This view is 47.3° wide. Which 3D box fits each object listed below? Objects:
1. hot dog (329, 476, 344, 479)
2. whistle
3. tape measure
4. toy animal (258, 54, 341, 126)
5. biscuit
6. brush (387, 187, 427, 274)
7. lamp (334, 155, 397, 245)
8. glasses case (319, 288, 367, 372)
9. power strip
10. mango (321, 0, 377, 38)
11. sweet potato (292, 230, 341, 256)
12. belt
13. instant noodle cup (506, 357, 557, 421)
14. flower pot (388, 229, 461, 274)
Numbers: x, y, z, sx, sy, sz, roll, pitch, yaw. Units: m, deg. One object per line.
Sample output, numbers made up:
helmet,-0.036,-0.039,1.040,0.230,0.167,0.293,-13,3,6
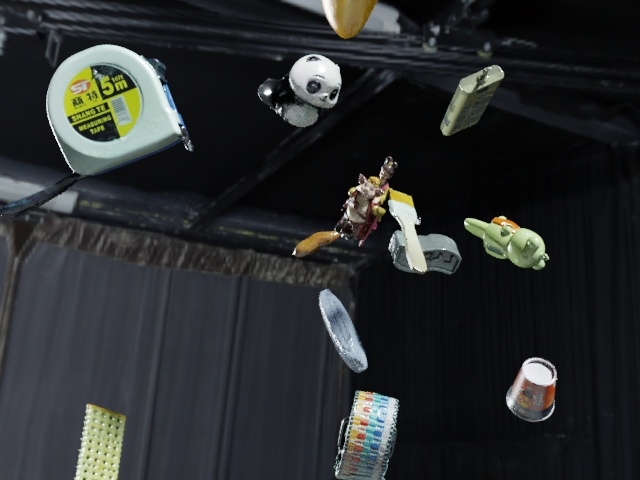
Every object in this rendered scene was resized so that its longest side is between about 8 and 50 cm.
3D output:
hot dog,0.034,0.686,1.983,0.147,0.065,0.099,6,-41,-36
whistle,0.546,-0.002,2.150,0.288,0.106,0.131,30,-22,41
tape measure,-0.414,-0.192,1.249,0.351,0.215,0.098,-21,2,1
toy animal,-0.038,-0.380,1.829,0.179,0.138,0.166,-33,-28,31
biscuit,-0.574,0.555,1.907,0.016,0.231,0.139,-17,-35,29
brush,0.219,-0.025,1.821,0.085,0.336,0.020,19,-57,-16
lamp,0.130,-0.110,2.007,0.118,0.118,0.253,12,-52,-24
glasses case,0.054,0.229,1.877,0.067,0.282,0.109,-27,-57,2
power strip,0.314,-0.294,1.518,0.092,0.034,0.268,-24,-13,-8
mango,0.060,-0.520,1.481,0.112,0.219,0.145,-22,43,-40
sweet potato,0.000,0.000,2.277,0.195,0.056,0.056,-25,-22,4
belt,0.126,0.528,1.961,0.150,0.207,0.257,13,-61,7
instant noodle cup,0.551,0.377,1.882,0.127,0.127,0.135,2,-46,4
flower pot,0.348,0.043,2.430,0.229,0.103,0.108,6,27,-5
